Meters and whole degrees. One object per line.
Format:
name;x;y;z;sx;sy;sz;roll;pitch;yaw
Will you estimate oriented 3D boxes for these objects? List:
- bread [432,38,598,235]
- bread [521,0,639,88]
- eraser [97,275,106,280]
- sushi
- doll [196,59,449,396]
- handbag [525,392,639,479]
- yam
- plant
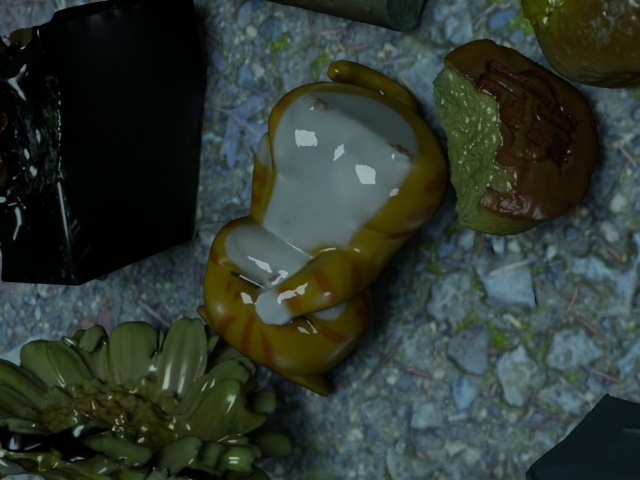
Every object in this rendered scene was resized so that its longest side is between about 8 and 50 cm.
bread;0.158;-0.083;1.418;0.086;0.125;0.156;-41;58;59
bread;0.275;-0.223;1.329;0.246;0.176;0.196;-6;83;32
eraser;-0.248;0.016;1.715;0.083;0.038;0.019;20;90;31
sushi;-0.239;-0.099;1.644;0.212;0.215;0.227;3;107;37
doll;-0.002;-0.009;1.490;0.166;0.162;0.270;36;101;20
handbag;0.281;0.178;1.288;0.229;0.179;0.062;8;120;35
yam;-0.022;-0.251;1.569;0.259;0.093;0.093;17;94;32
plant;-0.208;0.196;1.539;0.306;0.261;0.297;36;104;42
